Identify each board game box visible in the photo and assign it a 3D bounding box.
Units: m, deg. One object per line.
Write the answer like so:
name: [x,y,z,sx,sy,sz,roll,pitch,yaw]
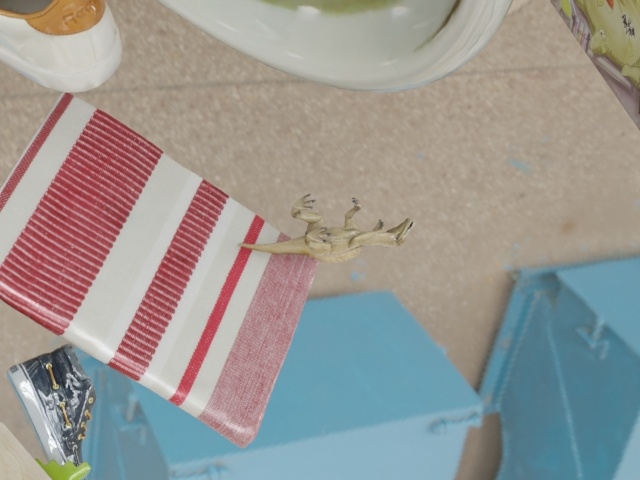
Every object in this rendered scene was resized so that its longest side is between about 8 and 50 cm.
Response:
board game box: [0.321,-0.238,1.108,0.056,0.347,0.208,-6,133,-11]

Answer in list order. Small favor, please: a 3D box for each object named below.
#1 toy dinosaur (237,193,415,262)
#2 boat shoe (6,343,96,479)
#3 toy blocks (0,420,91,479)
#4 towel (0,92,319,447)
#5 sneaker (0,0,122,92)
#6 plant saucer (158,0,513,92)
toy dinosaur: [0.000,0.000,1.091,0.183,0.053,0.092,-5,151,8]
boat shoe: [-0.295,0.216,1.323,0.083,0.065,0.183,-26,102,-20]
toy blocks: [-0.463,0.258,1.132,0.381,0.261,0.191,-39,174,-27]
towel: [-0.166,0.026,1.105,0.329,0.237,0.037,35,141,-17]
sneaker: [-0.284,-0.216,0.834,0.123,0.290,0.106,92,20,-62]
plant saucer: [-0.054,-0.244,0.512,0.100,0.400,0.400,-49,135,-19]
